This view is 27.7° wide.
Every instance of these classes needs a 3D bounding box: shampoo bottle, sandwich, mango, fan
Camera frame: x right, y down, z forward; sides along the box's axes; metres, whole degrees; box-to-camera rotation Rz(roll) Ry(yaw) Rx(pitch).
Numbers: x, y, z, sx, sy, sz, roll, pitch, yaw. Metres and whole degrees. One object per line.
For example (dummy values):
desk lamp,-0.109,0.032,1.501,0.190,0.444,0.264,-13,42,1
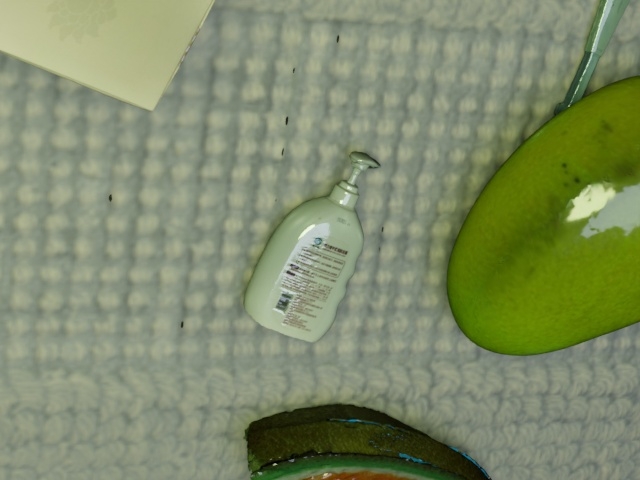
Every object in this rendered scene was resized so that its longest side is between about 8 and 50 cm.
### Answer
shampoo bottle,0.000,0.000,1.001,0.077,0.045,0.152,19,106,-24
sandwich,0.042,0.210,1.093,0.235,0.079,0.159,0,122,-16
mango,0.220,-0.019,1.015,0.273,0.149,0.185,-28,131,-2
fan,0.228,-0.183,1.028,0.038,0.016,0.193,16,104,-23

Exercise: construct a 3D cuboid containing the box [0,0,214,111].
box,-0.185,-0.177,0.741,0.168,0.212,0.095,22,103,-47
